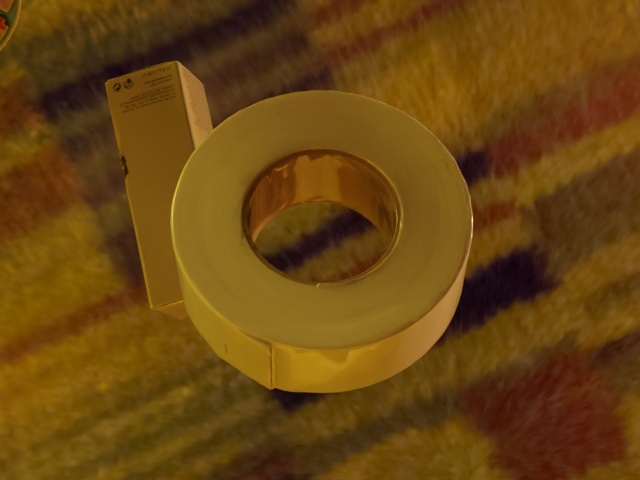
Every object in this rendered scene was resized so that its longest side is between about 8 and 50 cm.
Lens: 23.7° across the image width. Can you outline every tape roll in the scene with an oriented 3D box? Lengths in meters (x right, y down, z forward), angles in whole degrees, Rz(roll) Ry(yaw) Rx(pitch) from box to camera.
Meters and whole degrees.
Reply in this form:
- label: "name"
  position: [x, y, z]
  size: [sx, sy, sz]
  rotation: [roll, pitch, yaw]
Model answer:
- label: "tape roll"
  position: [0.000, 0.000, 1.455]
  size: [0.286, 0.100, 0.286]
  rotation: [1, 61, -1]

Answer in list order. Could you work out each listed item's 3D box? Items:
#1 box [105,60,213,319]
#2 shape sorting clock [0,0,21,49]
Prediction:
- label: "box"
  position: [-0.163, -0.055, 1.745]
  size: [0.094, 0.113, 0.275]
  rotation: [-15, 76, 10]
- label: "shape sorting clock"
  position: [-0.465, -0.299, 1.845]
  size: [0.206, 0.040, 0.206]
  rotation: [-2, 109, -5]
